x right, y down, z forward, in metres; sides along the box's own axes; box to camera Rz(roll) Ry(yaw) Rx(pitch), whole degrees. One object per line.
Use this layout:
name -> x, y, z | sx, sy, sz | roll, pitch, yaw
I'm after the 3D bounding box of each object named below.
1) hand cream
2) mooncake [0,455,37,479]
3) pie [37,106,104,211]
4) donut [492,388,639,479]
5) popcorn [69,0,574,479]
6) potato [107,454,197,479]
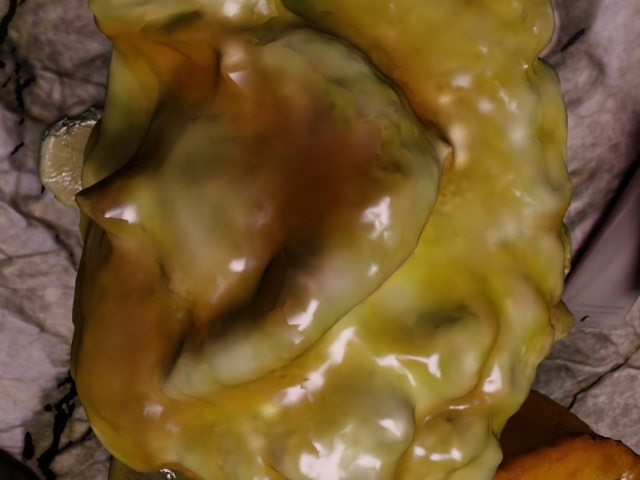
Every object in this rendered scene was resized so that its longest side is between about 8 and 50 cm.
hand cream -> 0.257, 0.008, 0.692 | 0.087, 0.054, 0.186 | 6, 128, -18
mooncake -> -0.359, 0.306, 0.689 | 0.290, 0.161, 0.290 | -7, 128, -10
pie -> -0.152, -0.052, 0.567 | 0.084, 0.020, 0.084 | -5, 126, -7
donut -> 0.106, 0.231, 0.645 | 0.302, 0.110, 0.303 | -18, 133, -21
popcorn -> -0.001, -0.009, 0.477 | 0.274, 0.336, 0.279 | 4, 167, -17
potato -> -0.124, 0.189, 0.705 | 0.117, 0.090, 0.226 | -2, 119, -4
